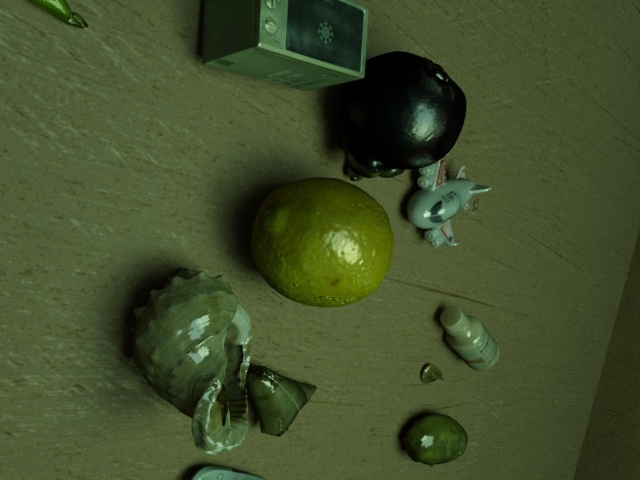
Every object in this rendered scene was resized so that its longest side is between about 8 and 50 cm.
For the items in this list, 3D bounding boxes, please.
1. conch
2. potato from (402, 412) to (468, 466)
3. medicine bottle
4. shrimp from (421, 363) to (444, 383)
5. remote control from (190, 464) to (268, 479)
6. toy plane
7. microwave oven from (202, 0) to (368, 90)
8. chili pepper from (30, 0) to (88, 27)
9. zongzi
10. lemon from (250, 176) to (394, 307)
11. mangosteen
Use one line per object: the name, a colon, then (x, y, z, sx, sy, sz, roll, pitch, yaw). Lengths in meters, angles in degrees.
conch: (-0.214, 0.204, 1.012, 0.263, 0.186, 0.324, 33, 51, -55)
potato: (0.327, 0.569, 1.664, 0.251, 0.113, 0.149, 15, 98, -36)
medicine bottle: (0.426, 0.278, 1.679, 0.252, 0.114, 0.114, 46, 69, -39)
shrimp: (0.322, 0.393, 1.675, 0.059, 0.023, 0.108, -53, 131, -8)
remote control: (-0.189, 0.526, 1.213, 0.256, 0.045, 0.097, 42, 73, -44)
toy plane: (0.319, -0.102, 1.485, 0.252, 0.118, 0.252, -10, 107, -38)
microwave oven: (-0.063, -0.361, 1.011, 0.240, 0.194, 0.145, 0, 95, -43)
chili pepper: (-0.409, -0.367, 0.791, 0.208, 0.043, 0.049, 57, 36, -41)
zongzi: (-0.077, 0.309, 1.247, 0.176, 0.078, 0.160, -37, 124, -43)
lemon: (0.000, 0.000, 1.113, 0.310, 0.258, 0.258, 17, 89, -47)
mangosteen: (0.150, -0.243, 1.225, 0.275, 0.275, 0.302, 1, 135, -43)
